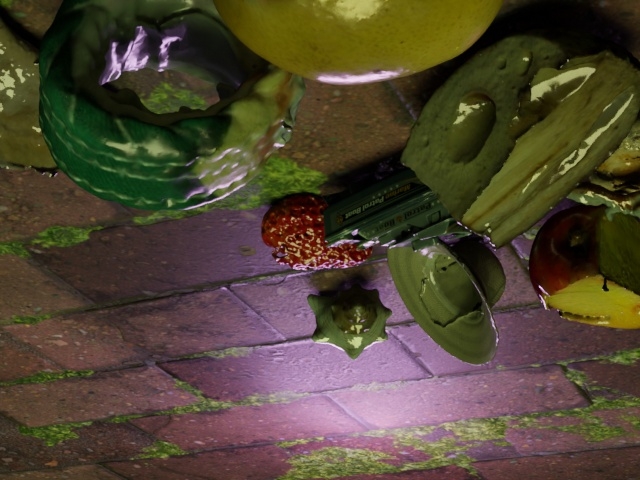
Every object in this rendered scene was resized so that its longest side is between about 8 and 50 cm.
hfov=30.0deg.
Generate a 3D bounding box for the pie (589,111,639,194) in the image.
[{"bbox_3d":[0.479,-0.103,1.577,0.274,0.055,0.274,1,156,0],"label":"pie"}]

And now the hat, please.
[{"bbox_3d":[0.221,0.059,1.831,0.110,0.252,0.252,-33,162,-23],"label":"hat"}]

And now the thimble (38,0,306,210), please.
[{"bbox_3d":[-0.165,-0.167,1.321,0.288,0.254,0.167,7,152,-7],"label":"thimble"}]

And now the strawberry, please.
[{"bbox_3d":[0.000,0.000,1.794,0.188,0.082,0.121,21,144,-24],"label":"strawberry"}]

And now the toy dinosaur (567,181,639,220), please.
[{"bbox_3d":[0.525,-0.029,1.570,0.393,0.092,0.205,0,151,23],"label":"toy dinosaur"}]

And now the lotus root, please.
[{"bbox_3d":[0.239,-0.141,1.445,0.210,0.142,0.314,12,131,-43],"label":"lotus root"}]

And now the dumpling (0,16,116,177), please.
[{"bbox_3d":[-0.367,-0.174,1.510,0.166,0.086,0.332,-43,135,11],"label":"dumpling"}]

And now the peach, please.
[{"bbox_3d":[0.407,0.036,1.738,0.159,0.154,0.267,-14,155,43],"label":"peach"}]

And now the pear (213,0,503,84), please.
[{"bbox_3d":[0.047,-0.262,1.108,0.285,0.285,0.336,-18,144,34],"label":"pear"}]

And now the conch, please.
[{"bbox_3d":[0.037,0.141,2.021,0.137,0.114,0.234,29,150,-16],"label":"conch"}]

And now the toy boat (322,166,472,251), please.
[{"bbox_3d":[0.143,-0.052,1.638,0.296,0.122,0.114,-22,168,34],"label":"toy boat"}]
